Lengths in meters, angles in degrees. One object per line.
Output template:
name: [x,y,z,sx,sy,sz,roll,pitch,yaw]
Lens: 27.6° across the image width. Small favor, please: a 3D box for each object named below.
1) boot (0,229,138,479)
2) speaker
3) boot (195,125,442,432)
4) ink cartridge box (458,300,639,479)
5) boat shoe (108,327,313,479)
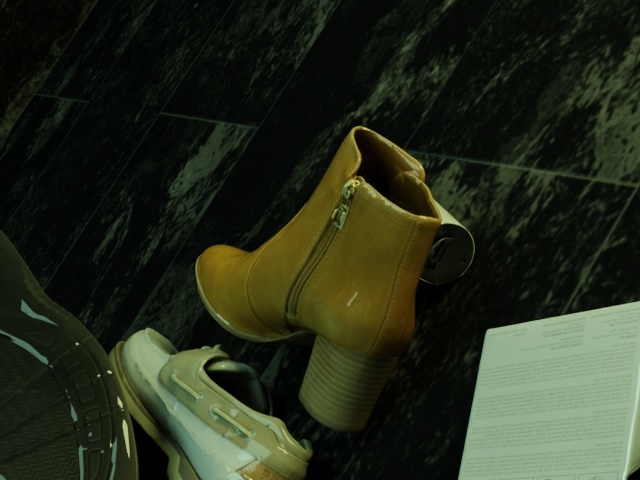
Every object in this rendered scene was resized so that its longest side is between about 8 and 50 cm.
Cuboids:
boot: [-0.252,0.178,1.196,0.138,0.284,0.377,-31,53,-17]
speaker: [0.079,-0.013,1.095,0.055,0.055,0.136,-51,27,6]
boot: [-0.001,0.000,1.087,0.295,0.104,0.211,43,121,52]
ink cartridge box: [0.156,0.134,0.834,0.145,0.045,0.179,-17,54,49]
boat shoe: [-0.092,0.149,1.131,0.103,0.113,0.302,-50,37,3]
